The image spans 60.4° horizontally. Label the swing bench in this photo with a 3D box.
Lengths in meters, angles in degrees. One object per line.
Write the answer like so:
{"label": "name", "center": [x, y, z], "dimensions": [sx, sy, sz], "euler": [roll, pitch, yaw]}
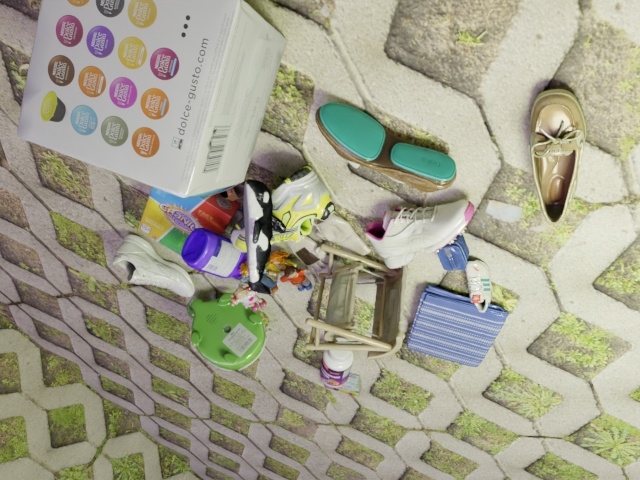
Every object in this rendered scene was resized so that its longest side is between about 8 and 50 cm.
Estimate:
{"label": "swing bench", "center": [0.103, 0.170, 1.493], "dimensions": [0.254, 0.253, 0.165], "euler": [9, 144, 4]}

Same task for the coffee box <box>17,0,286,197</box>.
{"label": "coffee box", "center": [-0.301, -0.307, 1.058], "dimensions": [0.334, 0.338, 0.338], "euler": [20, 103, 5]}

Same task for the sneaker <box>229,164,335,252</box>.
{"label": "sneaker", "center": [-0.113, -0.043, 1.468], "dimensions": [0.147, 0.145, 0.384], "euler": [50, 138, -3]}

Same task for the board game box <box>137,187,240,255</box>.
{"label": "board game box", "center": [-0.406, -0.071, 1.666], "dimensions": [0.242, 0.064, 0.316], "euler": [32, 140, -8]}

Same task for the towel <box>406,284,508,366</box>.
{"label": "towel", "center": [0.396, 0.263, 1.642], "dimensions": [0.243, 0.040, 0.336], "euler": [15, 142, 9]}

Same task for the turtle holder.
{"label": "turtle holder", "center": [-0.345, 0.330, 1.937], "dimensions": [0.320, 0.244, 0.227], "euler": [9, 155, 5]}

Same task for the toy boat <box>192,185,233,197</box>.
{"label": "toy boat", "center": [-0.355, -0.235, 1.383], "dimensions": [0.267, 0.148, 0.318], "euler": [-11, 126, 21]}

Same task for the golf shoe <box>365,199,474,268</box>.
{"label": "golf shoe", "center": [0.233, -0.033, 1.351], "dimensions": [0.140, 0.115, 0.306], "euler": [43, 136, -15]}

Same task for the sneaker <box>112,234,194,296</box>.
{"label": "sneaker", "center": [-0.577, 0.120, 1.892], "dimensions": [0.305, 0.152, 0.114], "euler": [39, 136, -18]}

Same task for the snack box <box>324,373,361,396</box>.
{"label": "snack box", "center": [0.082, 0.537, 2.093], "dimensions": [0.141, 0.037, 0.100], "euler": [10, 136, 18]}

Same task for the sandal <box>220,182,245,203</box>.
{"label": "sandal", "center": [-0.259, -0.144, 1.525], "dimensions": [0.180, 0.049, 0.072], "euler": [31, 139, -5]}

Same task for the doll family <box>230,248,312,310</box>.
{"label": "doll family", "center": [-0.160, 0.106, 1.656], "dimensions": [0.262, 0.118, 0.163], "euler": [-24, 148, 10]}

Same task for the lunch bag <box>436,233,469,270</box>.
{"label": "lunch bag", "center": [0.337, 0.035, 1.402], "dimensions": [0.067, 0.065, 0.098], "euler": [-7, 130, 33]}

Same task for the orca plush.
{"label": "orca plush", "center": [-0.129, -0.010, 1.356], "dimensions": [0.102, 0.151, 0.288], "euler": [-6, 98, -16]}

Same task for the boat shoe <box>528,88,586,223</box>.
{"label": "boat shoe", "center": [0.475, -0.163, 1.100], "dimensions": [0.104, 0.089, 0.285], "euler": [-1, 133, 28]}

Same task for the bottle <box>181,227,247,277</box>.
{"label": "bottle", "center": [-0.284, 0.050, 1.628], "dimensions": [0.092, 0.118, 0.283], "euler": [28, 180, 30]}

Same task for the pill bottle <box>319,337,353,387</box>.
{"label": "pill bottle", "center": [0.058, 0.425, 1.929], "dimensions": [0.108, 0.108, 0.194], "euler": [18, 139, 9]}

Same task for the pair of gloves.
{"label": "pair of gloves", "center": [0.000, 0.000, 1.555], "dimensions": [0.240, 0.042, 0.204], "euler": [-19, 123, 39]}

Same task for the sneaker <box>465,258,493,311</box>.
{"label": "sneaker", "center": [0.416, 0.122, 1.447], "dimensions": [0.057, 0.075, 0.161], "euler": [-4, 132, 30]}

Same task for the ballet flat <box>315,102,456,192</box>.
{"label": "ballet flat", "center": [0.138, -0.194, 1.244], "dimensions": [0.342, 0.116, 0.124], "euler": [22, 159, -2]}
